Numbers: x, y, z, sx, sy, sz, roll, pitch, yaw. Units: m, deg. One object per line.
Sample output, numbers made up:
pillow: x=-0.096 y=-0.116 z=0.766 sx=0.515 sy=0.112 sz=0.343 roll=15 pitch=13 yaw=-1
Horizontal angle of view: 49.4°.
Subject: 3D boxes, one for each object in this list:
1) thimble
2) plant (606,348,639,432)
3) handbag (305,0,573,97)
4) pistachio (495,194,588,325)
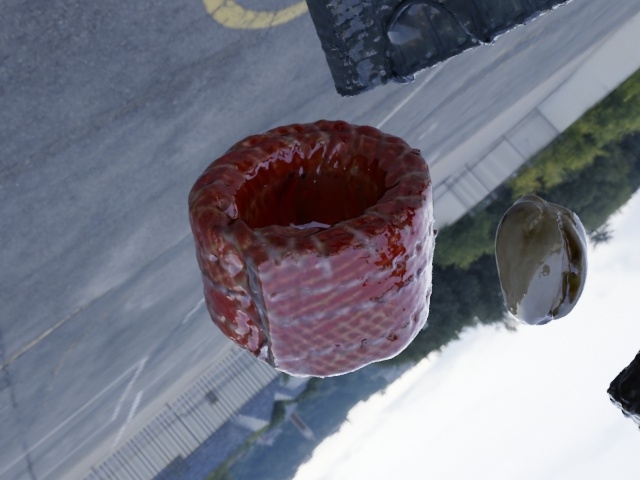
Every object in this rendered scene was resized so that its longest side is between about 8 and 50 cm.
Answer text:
thimble: x=0.000 y=0.000 z=0.982 sx=0.350 sy=0.350 sz=0.230 roll=-38 pitch=139 yaw=-37
plant: x=0.484 y=0.174 z=0.912 sx=0.203 sy=0.142 sz=0.131 roll=-44 pitch=148 yaw=-5
handbag: x=0.075 y=-0.222 z=0.553 sx=0.089 sy=0.175 sz=0.270 roll=-30 pitch=-167 yaw=-36
pistachio: x=0.247 y=0.024 z=0.795 sx=0.113 sy=0.113 sz=0.149 roll=-24 pitch=120 yaw=-74
